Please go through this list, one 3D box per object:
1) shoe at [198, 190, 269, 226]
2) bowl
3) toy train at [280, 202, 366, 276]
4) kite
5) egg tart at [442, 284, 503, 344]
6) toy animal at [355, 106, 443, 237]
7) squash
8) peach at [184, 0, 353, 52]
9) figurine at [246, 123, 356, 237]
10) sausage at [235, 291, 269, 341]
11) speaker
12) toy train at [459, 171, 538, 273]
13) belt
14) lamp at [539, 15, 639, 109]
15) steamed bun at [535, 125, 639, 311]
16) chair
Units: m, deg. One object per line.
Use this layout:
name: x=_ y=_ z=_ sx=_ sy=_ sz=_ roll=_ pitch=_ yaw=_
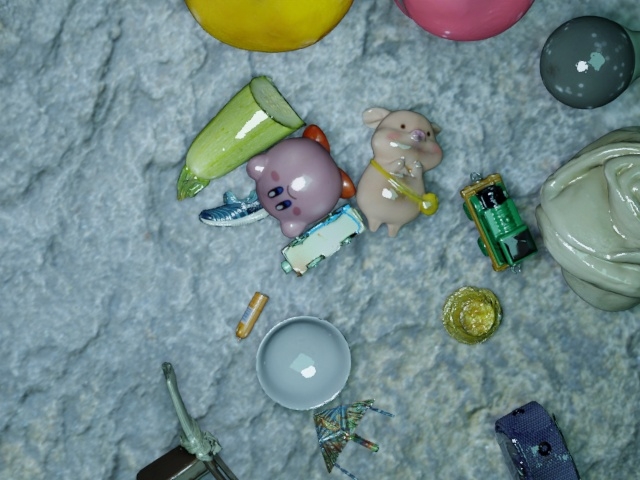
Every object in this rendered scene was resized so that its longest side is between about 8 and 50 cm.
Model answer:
shoe: x=-0.169 y=-0.064 z=1.722 sx=0.142 sy=0.064 sz=0.071 roll=-14 pitch=98 yaw=-9
bowl: x=-0.036 y=0.234 z=1.755 sx=0.189 sy=0.086 sz=0.189 roll=-1 pitch=97 yaw=-8
toy train: x=0.000 y=0.000 z=1.734 sx=0.188 sy=0.099 sz=0.072 roll=-36 pitch=96 yaw=-3
kite: x=0.053 y=0.396 z=1.819 sx=0.160 sy=0.010 sz=0.183 roll=31 pitch=90 yaw=-10
egg tart: x=0.313 y=0.153 z=1.815 sx=0.130 sy=0.052 sz=0.130 roll=-1 pitch=96 yaw=-5
toy animal: x=0.154 y=-0.131 z=1.724 sx=0.165 sy=0.149 sz=0.248 roll=17 pitch=85 yaw=-26
squash: x=-0.180 y=-0.193 z=1.680 sx=0.287 sy=0.137 sz=0.137 roll=-35 pitch=99 yaw=-1
peach: x=-0.096 y=-0.474 z=1.601 sx=0.308 sy=0.289 sz=0.289 roll=22 pitch=92 yaw=-48
figurine: x=-0.043 y=-0.112 z=1.680 sx=0.173 sy=0.173 sz=0.173 roll=-1 pitch=95 yaw=-8
sausage: x=-0.140 y=0.153 z=1.761 sx=0.031 sy=0.031 sz=0.107 roll=29 pitch=92 yaw=-9
speaker: x=0.272 y=-0.505 z=1.635 sx=0.294 sy=0.294 sz=0.294 roll=-1 pitch=95 yaw=-8
toy train: x=0.360 y=-0.033 z=1.763 sx=0.091 sy=0.136 sz=0.228 roll=-26 pitch=100 yaw=-6
belt: x=0.456 y=0.450 z=1.823 sx=0.126 sy=0.139 sz=0.231 roll=-24 pitch=96 yaw=-11
lamp: x=0.571 y=-0.372 z=1.773 sx=0.313 sy=0.182 sz=0.182 roll=-26 pitch=99 yaw=-37
steamed bun: x=0.631 y=-0.051 z=1.742 sx=0.342 sy=0.255 sz=0.368 roll=45 pitch=86 yaw=-7
chair: x=-0.281 y=0.418 z=1.702 sx=0.186 sy=0.160 sz=0.319 roll=-33 pitch=101 yaw=-6
